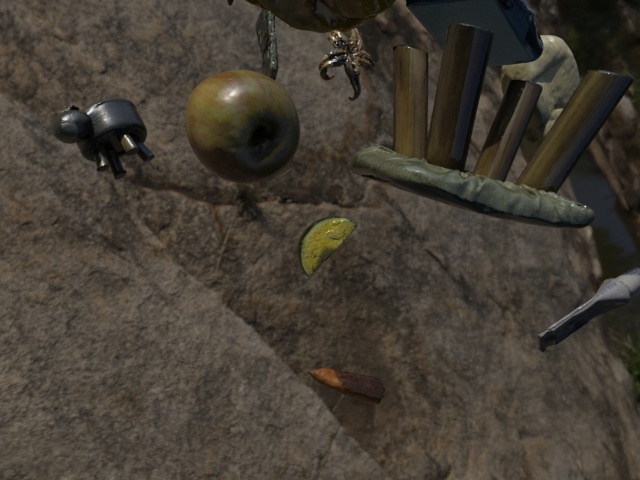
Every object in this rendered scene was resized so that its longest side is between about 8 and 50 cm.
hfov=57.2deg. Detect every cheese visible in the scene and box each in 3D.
[{"bbox_3d":[0.438,-0.275,1.156,0.159,0.093,0.263,-41,122,-25],"label":"cheese"}]

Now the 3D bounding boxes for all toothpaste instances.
[{"bbox_3d":[0.605,0.154,1.313,0.099,0.282,0.068,55,2,-25],"label":"toothpaste"}]

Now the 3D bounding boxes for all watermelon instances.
[{"bbox_3d":[-0.006,-0.003,1.480,0.092,0.075,0.181,44,79,-15],"label":"watermelon"}]

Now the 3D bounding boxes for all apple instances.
[{"bbox_3d":[-0.184,-0.262,1.348,0.257,0.234,0.257,-16,118,-32],"label":"apple"}]

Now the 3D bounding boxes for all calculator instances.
[{"bbox_3d":[0.255,-0.354,0.951,0.293,0.173,0.051,19,81,-54],"label":"calculator"}]

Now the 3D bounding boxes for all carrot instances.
[{"bbox_3d":[0.062,0.360,1.500,0.205,0.072,0.072,21,54,-17],"label":"carrot"}]

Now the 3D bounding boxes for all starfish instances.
[{"bbox_3d":[0.074,-0.440,1.407,0.146,0.074,0.190,24,66,-21],"label":"starfish"}]

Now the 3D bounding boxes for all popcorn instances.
[{"bbox_3d":[-0.002,-0.497,0.968,0.281,0.316,0.297,-53,150,-17],"label":"popcorn"}]

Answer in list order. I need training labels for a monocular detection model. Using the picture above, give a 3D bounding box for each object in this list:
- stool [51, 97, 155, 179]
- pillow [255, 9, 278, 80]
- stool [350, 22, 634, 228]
[{"bbox_3d":[-0.486,-0.223,1.315,0.228,0.153,0.139,-21,77,-42],"label":"stool"},{"bbox_3d":[-0.163,-0.596,1.803,0.034,0.189,0.256,-5,82,-15],"label":"pillow"},{"bbox_3d":[0.231,-0.160,0.870,0.310,0.310,0.226,11,98,-14],"label":"stool"}]
